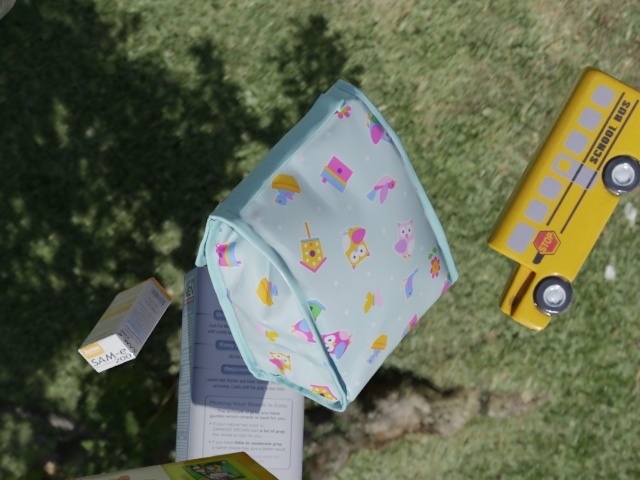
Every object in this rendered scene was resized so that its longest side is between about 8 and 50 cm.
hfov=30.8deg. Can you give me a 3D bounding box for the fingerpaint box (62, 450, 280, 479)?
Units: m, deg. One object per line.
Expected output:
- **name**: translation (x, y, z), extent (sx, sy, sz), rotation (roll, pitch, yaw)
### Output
- **fingerpaint box**: translation (-0.185, 0.418, 1.420), extent (0.445, 0.371, 0.163), rotation (-166, 73, -64)

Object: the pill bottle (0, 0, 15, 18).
- **pill bottle**: translation (-0.516, -0.355, 1.702), extent (0.108, 0.180, 0.107), rotation (0, 115, 0)

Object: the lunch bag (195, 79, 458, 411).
- **lunch bag**: translation (0.000, 0.000, 1.172), extent (0.160, 0.223, 0.262), rotation (15, 141, 40)

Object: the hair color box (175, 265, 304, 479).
- **hair color box**: translation (-0.128, 0.237, 1.876), extent (0.185, 0.374, 0.113), rotation (5, 170, -17)

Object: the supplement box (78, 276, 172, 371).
- **supplement box**: translation (-0.209, 0.091, 1.255), extent (0.062, 0.098, 0.036), rotation (-23, 115, 35)

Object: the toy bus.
- **toy bus**: translation (0.322, -0.052, 1.531), extent (0.130, 0.108, 0.332), rotation (29, 97, 2)
